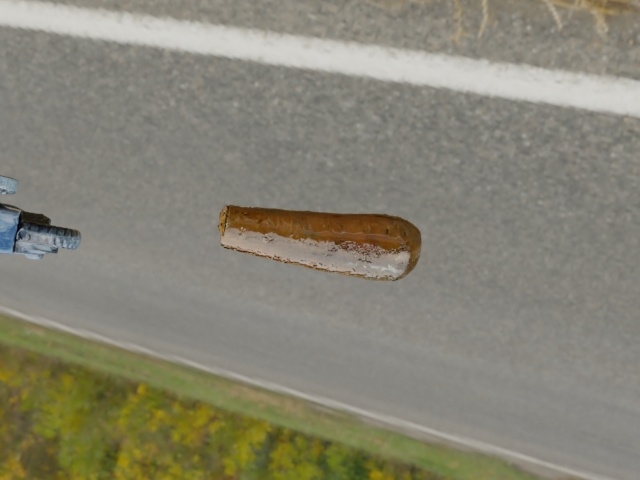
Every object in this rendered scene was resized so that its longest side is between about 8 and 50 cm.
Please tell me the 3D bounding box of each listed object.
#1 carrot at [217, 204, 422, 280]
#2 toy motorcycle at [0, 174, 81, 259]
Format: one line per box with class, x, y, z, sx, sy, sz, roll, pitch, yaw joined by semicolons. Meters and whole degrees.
carrot;0.000;0.000;0.837;0.162;0.055;0.055;5;167;-11
toy motorcycle;-0.320;-0.017;0.881;0.136;0.092;0.254;9;179;36
